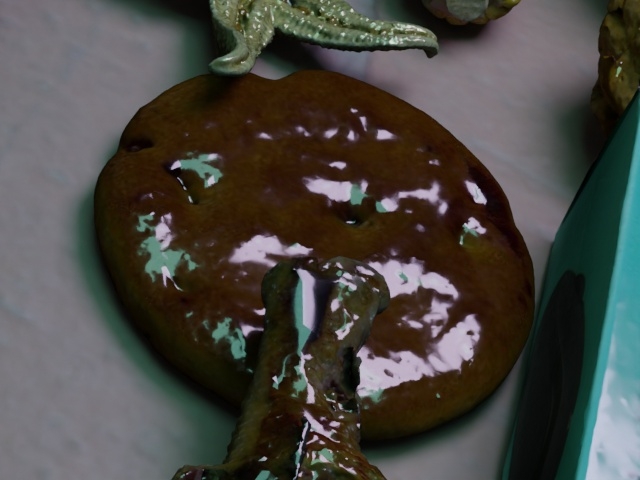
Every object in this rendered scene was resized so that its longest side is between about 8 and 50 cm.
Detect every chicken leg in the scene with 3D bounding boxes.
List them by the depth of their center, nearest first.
[{"bbox_3d":[-0.010,0.101,0.728,0.125,0.080,0.196,-5,61,-23],"label":"chicken leg"}]

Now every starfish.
[{"bbox_3d":[-0.043,-0.138,0.937,0.217,0.050,0.223,25,30,-12],"label":"starfish"}]

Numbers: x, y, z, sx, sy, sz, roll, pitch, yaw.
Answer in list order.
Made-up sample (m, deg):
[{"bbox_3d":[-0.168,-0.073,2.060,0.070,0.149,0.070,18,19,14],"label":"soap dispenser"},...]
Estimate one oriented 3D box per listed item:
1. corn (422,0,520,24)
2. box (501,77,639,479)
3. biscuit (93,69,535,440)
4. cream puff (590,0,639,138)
[{"bbox_3d":[0.087,-0.210,1.032,0.080,0.080,0.238,14,49,-10],"label":"corn"},{"bbox_3d":[0.188,0.099,0.788,0.205,0.118,0.311,22,48,-6],"label":"box"},{"bbox_3d":[0.000,0.000,0.849,0.212,0.036,0.212,10,49,-11],"label":"biscuit"},{"bbox_3d":[0.193,-0.077,0.946,0.119,0.104,0.133,39,27,17],"label":"cream puff"}]
